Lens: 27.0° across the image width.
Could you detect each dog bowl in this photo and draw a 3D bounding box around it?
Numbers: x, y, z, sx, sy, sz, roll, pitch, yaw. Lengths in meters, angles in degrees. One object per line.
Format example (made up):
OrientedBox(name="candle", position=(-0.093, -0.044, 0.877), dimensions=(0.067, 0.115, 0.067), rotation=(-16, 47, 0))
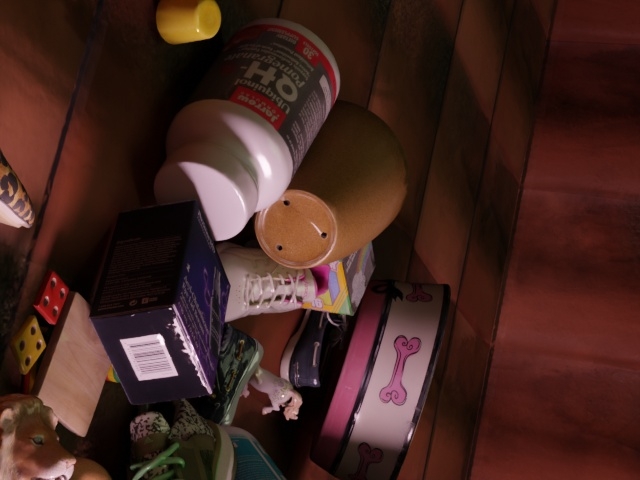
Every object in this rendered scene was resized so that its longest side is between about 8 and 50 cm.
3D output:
OrientedBox(name="dog bowl", position=(0.099, 0.251, 2.376), dimensions=(0.408, 0.150, 0.408), rotation=(18, 90, -89))

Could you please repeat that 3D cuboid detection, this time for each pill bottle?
OrientedBox(name="pill bottle", position=(-0.099, 0.381, 1.838), dimensions=(0.146, 0.264, 0.146), rotation=(-13, 120, -23))
OrientedBox(name="pill bottle", position=(-0.102, -0.148, 1.795), dimensions=(0.318, 0.176, 0.176), rotation=(-63, 153, -44))

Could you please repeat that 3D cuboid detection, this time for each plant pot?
OrientedBox(name="plant pot", position=(-0.006, -0.061, 1.948), dimensions=(0.254, 0.237, 0.237), rotation=(-59, 151, -66))

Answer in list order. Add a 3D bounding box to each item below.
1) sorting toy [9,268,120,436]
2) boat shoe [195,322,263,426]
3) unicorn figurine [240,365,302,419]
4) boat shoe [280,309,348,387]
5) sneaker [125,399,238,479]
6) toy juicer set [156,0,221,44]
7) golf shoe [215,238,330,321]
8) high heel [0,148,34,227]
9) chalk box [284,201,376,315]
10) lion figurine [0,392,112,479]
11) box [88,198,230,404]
OrientedBox(name="sorting toy", position=(-0.299, 0.138, 1.538), dimensions=(0.274, 0.046, 0.132), rotation=(62, 40, -59))
OrientedBox(name="boat shoe", position=(-0.159, 0.210, 1.950), dimensions=(0.083, 0.065, 0.183), rotation=(39, 70, -37))
OrientedBox(name="unicorn figurine", position=(-0.099, 0.218, 2.061), dimensions=(0.111, 0.162, 0.060), rotation=(117, -12, -57))
OrientedBox(name="boat shoe", position=(0.006, 0.157, 2.348), dimensions=(0.254, 0.079, 0.095), rotation=(-61, 151, -46))
OrientedBox(name="sneaker", position=(-0.198, 0.309, 1.662), dimensions=(0.410, 0.158, 0.182), rotation=(-109, 173, -66))
OrientedBox(name="toy juicer set", position=(-0.151, -0.430, 1.712), dimensions=(0.329, 0.089, 0.209), rotation=(-63, 141, -26))
OrientedBox(name="golf shoe", position=(-0.086, 0.059, 1.974), dimensions=(0.306, 0.140, 0.115), rotation=(-25, 121, -66))
OrientedBox(name="high heel", position=(-0.324, -0.135, 1.292), dimensions=(0.261, 0.093, 0.186), rotation=(50, 56, -53))
OrientedBox(name="chalk box", position=(0.000, 0.000, 2.205), dimensions=(0.132, 0.132, 0.213), rotation=(-63, 152, -41))
OrientedBox(name="lion figurine", position=(-0.307, 0.300, 1.492), dimensions=(0.392, 0.142, 0.240), rotation=(68, 24, -79))
OrientedBox(name="box", position=(-0.191, 0.073, 1.632), dimensions=(0.207, 0.108, 0.153), rotation=(-85, 161, -50))
